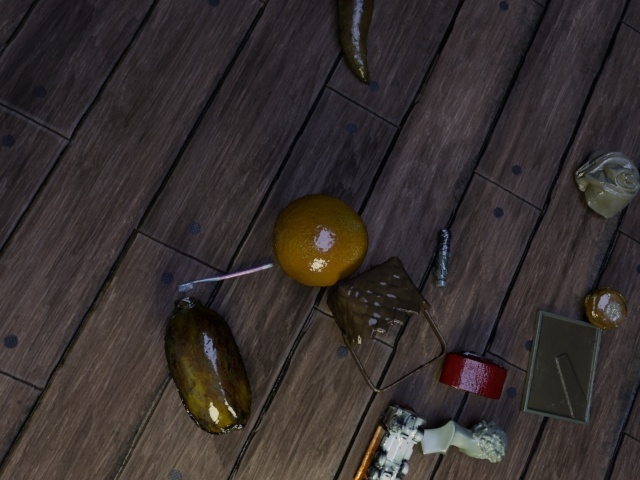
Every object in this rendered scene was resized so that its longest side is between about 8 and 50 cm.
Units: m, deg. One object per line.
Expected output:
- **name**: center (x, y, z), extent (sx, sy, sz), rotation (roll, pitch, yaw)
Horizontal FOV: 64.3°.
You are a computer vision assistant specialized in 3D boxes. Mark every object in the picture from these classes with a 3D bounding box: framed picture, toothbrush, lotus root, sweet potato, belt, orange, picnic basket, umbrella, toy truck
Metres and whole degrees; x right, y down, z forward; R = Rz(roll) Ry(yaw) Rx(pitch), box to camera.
- **framed picture**: center (0.806, 0.422, 1.693), extent (0.247, 0.022, 0.335), rotation (15, 81, -10)
- **toothbrush**: center (-0.279, 0.108, 1.512), extent (0.286, 0.020, 0.025), rotation (-14, 95, -12)
- **lotus root**: center (-0.310, 0.344, 1.399), extent (0.195, 0.179, 0.398), rotation (-19, 89, -15)
- **sweet potato**: center (0.115, -0.722, 1.630), extent (0.130, 0.130, 0.423), rotation (-1, 91, -11)
- **belt**: center (0.475, 0.409, 1.575), extent (0.200, 0.128, 0.124), rotation (18, 82, -8)
- **orange**: center (0.000, 0.000, 1.456), extent (0.274, 0.274, 0.275), rotation (1, 84, -11)
- **picnic basket**: center (0.182, 0.238, 1.452), extent (0.254, 0.291, 0.321), rotation (-27, 78, -13)
- **umbrella**: center (0.394, 0.057, 1.641), extent (0.046, 0.050, 0.189), rotation (10, 81, -31)
- **toy truck**: center (0.207, 0.619, 1.503), extent (0.114, 0.135, 0.271), rotation (28, 84, -10)

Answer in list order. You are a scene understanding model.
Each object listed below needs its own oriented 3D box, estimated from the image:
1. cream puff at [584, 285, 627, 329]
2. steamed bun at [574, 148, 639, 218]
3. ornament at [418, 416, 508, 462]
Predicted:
- **cream puff**: center (0.949, 0.227, 1.701), extent (0.126, 0.103, 0.144), rotation (-18, 88, 1)
- **steamed bun**: center (0.998, -0.207, 1.734), extent (0.211, 0.144, 0.218), rotation (45, 77, -3)
- **ornament**: center (0.431, 0.602, 1.547), extent (0.285, 0.130, 0.121), rotation (9, 69, -10)
